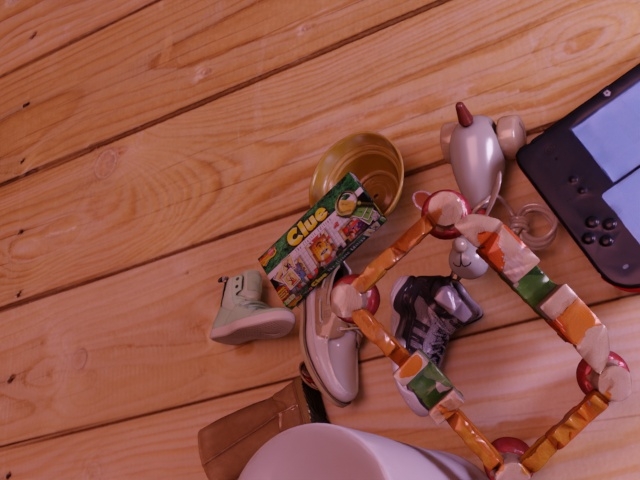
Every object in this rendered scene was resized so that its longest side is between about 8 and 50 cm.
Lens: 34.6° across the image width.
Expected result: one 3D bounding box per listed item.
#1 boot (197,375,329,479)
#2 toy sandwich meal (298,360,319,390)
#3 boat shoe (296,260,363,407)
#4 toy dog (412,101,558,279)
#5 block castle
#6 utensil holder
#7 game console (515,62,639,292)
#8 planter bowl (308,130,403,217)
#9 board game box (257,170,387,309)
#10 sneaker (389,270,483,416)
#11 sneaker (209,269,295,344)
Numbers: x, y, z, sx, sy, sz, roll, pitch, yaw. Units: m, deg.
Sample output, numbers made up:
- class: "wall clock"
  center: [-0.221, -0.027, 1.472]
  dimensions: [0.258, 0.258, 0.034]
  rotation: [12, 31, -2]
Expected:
- class: "boot"
  center: [-0.103, 0.409, 1.972]
  dimensions: [0.269, 0.089, 0.236]
  rotation: [-33, 46, 20]
- class: "toy sandwich meal"
  center: [-0.003, 0.252, 1.967]
  dimensions: [0.029, 0.086, 0.085]
  rotation: [-55, 48, 29]
- class: "boat shoe"
  center: [0.027, 0.165, 1.957]
  dimensions: [0.103, 0.113, 0.302]
  rotation: [-33, 55, 27]
- class: "toy dog"
  center: [0.274, -0.115, 1.846]
  dimensions: [0.220, 0.161, 0.333]
  rotation: [-26, 50, 20]
- class: "block castle"
  center: [0.256, 0.154, 1.659]
  dimensions: [0.303, 0.213, 0.453]
  rotation: [-44, 83, 4]
- class: "utensil holder"
  center: [0.086, 0.467, 1.620]
  dimensions: [0.328, 0.385, 0.327]
  rotation: [-13, 64, 30]
- class: "game console"
  center: [0.562, -0.133, 1.688]
  dimensions: [0.386, 0.060, 0.342]
  rotation: [-35, 63, 9]
- class: "planter bowl"
  center: [0.091, -0.100, 2.033]
  dimensions: [0.217, 0.090, 0.217]
  rotation: [-14, 65, 31]
- class: "board game box"
  center: [0.000, 0.000, 1.981]
  dimensions: [0.260, 0.030, 0.136]
  rotation: [-44, 50, 13]
- class: "sneaker"
  center: [0.210, 0.172, 1.831]
  dimensions: [0.153, 0.101, 0.268]
  rotation: [-20, 59, 31]
- class: "sneaker"
  center: [-0.135, 0.121, 2.070]
  dimensions: [0.256, 0.094, 0.151]
  rotation: [-15, 60, 51]
